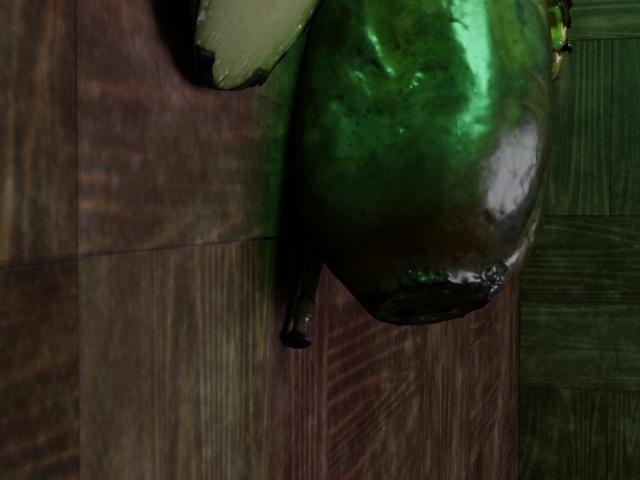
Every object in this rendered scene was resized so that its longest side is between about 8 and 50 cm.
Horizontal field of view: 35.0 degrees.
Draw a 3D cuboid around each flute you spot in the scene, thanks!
[{"bbox_3d":[0.000,0.000,0.973,0.027,0.027,0.233,70,27,-50],"label":"flute"}]

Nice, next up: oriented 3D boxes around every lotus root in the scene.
[{"bbox_3d":[0.096,-0.095,0.925,0.250,0.250,0.346,57,33,-61],"label":"lotus root"}]

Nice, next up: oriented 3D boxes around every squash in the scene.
[{"bbox_3d":[-0.061,-0.203,0.716,0.184,0.085,0.192,-62,163,9],"label":"squash"}]

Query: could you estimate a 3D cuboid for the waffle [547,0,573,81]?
[{"bbox_3d":[0.279,-0.403,1.527,0.379,0.095,0.382,172,-98,-84],"label":"waffle"}]
